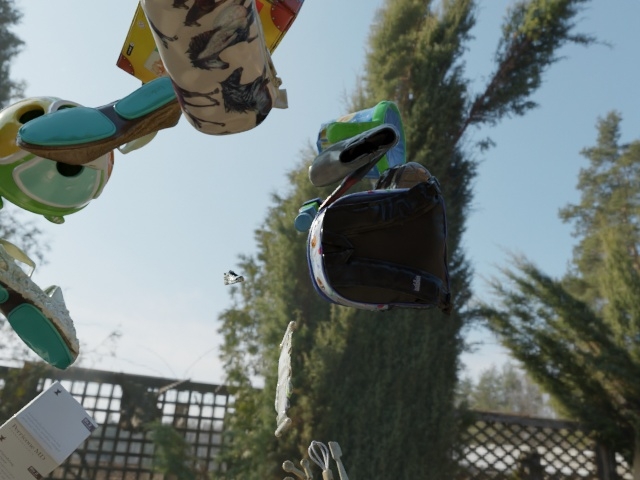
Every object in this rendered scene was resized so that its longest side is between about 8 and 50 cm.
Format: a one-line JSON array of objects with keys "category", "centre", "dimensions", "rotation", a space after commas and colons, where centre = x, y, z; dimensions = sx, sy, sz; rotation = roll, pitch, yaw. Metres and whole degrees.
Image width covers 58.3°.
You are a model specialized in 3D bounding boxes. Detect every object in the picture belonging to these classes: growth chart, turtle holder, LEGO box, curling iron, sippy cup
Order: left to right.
[{"category": "turtle holder", "centre": [-0.585, -0.204, 1.200], "dimensions": [0.227, 0.243, 0.320], "rotation": [-28, -61, 31]}, {"category": "LEGO box", "centre": [-0.317, -0.613, 1.645], "dimensions": [0.372, 0.193, 0.500], "rotation": [30, -41, -17]}, {"category": "growth chart", "centre": [-0.080, 0.314, 1.299], "dimensions": [0.021, 0.237, 0.172], "rotation": [7, -24, -11]}, {"category": "curling iron", "centre": [0.089, -0.140, 1.383], "dimensions": [0.274, 0.068, 0.035], "rotation": [-49, -24, 12]}, {"category": "sippy cup", "centre": [0.117, -0.283, 1.711], "dimensions": [0.224, 0.240, 0.305], "rotation": [-3, -41, 24]}]

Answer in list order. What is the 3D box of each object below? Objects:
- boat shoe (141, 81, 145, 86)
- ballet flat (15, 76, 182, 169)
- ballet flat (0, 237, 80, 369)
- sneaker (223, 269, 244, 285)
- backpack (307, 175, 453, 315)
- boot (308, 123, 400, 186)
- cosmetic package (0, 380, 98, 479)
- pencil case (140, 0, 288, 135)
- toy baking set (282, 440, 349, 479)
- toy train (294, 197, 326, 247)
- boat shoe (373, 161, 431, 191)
[{"category": "boat shoe", "centre": [-0.571, -0.626, 2.025], "dimensions": [0.228, 0.080, 0.076], "rotation": [-47, -7, 14]}, {"category": "ballet flat", "centre": [-0.407, -0.210, 1.116], "dimensions": [0.116, 0.342, 0.124], "rotation": [39, -38, 20]}, {"category": "ballet flat", "centre": [-0.677, 0.113, 1.314], "dimensions": [0.147, 0.147, 0.409], "rotation": [-16, -61, 41]}, {"category": "sneaker", "centre": [-0.224, 0.092, 1.455], "dimensions": [0.032, 0.037, 0.083], "rotation": [-11, -1, -41]}, {"category": "backpack", "centre": [0.107, 0.019, 1.142], "dimensions": [0.263, 0.276, 0.213], "rotation": [2, -14, -22]}, {"category": "boot", "centre": [0.061, -0.192, 1.281], "dimensions": [0.247, 0.083, 0.161], "rotation": [-28, 4, 19]}, {"category": "cosmetic package", "centre": [-0.663, 0.463, 1.346], "dimensions": [0.184, 0.151, 0.151], "rotation": [-38, -84, 22]}, {"category": "pencil case", "centre": [-0.159, -0.337, 0.831], "dimensions": [0.184, 0.159, 0.410], "rotation": [-14, -29, -4]}, {"category": "toy baking set", "centre": [0.011, 0.625, 1.503], "dimensions": [0.256, 0.197, 0.030], "rotation": [-15, -38, -50]}, {"category": "toy train", "centre": [0.000, 0.000, 1.849], "dimensions": [0.105, 0.248, 0.143], "rotation": [-16, 16, 25]}, {"category": "boat shoe", "centre": [0.156, -0.012, 1.359], "dimensions": [0.132, 0.355, 0.130], "rotation": [23, -3, -30]}]
